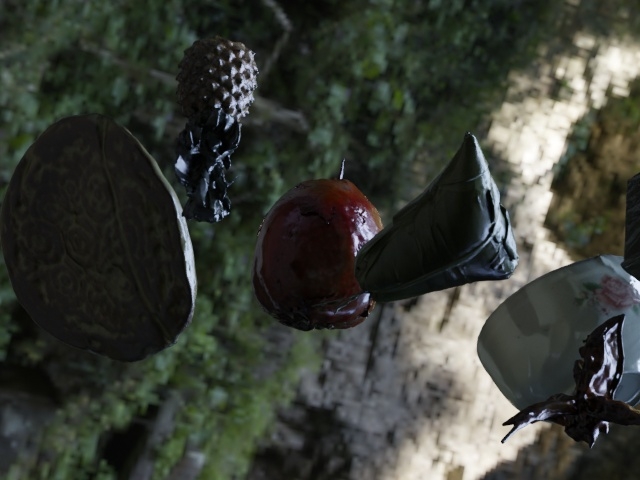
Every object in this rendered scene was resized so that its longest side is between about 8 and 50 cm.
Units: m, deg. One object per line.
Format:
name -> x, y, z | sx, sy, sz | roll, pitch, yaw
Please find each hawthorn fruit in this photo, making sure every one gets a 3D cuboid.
hawthorn fruit -> 0.000, 0.000, 1.802 | 0.181, 0.181, 0.235 | 138, -39, -59

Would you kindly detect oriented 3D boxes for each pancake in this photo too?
pancake -> -0.223, 0.002, 1.409 | 0.031, 0.250, 0.250 | -23, 144, -55

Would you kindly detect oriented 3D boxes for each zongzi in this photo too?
zongzi -> 0.052, -0.012, 1.006 | 0.130, 0.154, 0.062 | 63, 19, -44

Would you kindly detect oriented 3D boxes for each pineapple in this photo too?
pineapple -> -0.092, -0.091, 1.204 | 0.074, 0.074, 0.159 | 138, -38, -59

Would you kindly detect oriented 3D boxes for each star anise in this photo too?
star anise -> 0.254, 0.162, 1.513 | 0.158, 0.144, 0.140 | -57, -155, 35

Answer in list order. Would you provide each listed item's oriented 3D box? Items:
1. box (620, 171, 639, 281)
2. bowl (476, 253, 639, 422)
box -> 0.481, 0.010, 1.665 | 0.155, 0.231, 0.149 | -38, -153, 40
bowl -> 0.363, 0.160, 1.963 | 0.277, 0.277, 0.145 | -57, -140, 42
